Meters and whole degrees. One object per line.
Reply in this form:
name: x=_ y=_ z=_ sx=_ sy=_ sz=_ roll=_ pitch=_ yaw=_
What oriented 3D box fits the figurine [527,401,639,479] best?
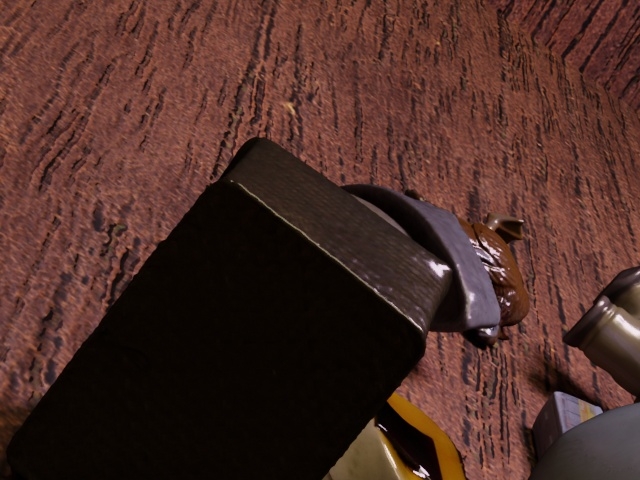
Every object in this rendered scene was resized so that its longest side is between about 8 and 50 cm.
figurine: x=0.306 y=0.298 z=1.713 sx=0.382 sy=0.224 sz=0.205 roll=51 pitch=-11 yaw=-33

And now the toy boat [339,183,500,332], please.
toy boat: x=0.018 y=-0.002 z=1.939 sx=0.293 sy=0.111 sz=0.276 roll=16 pitch=19 yaw=-23

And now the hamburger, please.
hamburger: x=0.034 y=0.185 z=1.539 sx=0.173 sy=0.116 sz=0.210 roll=39 pitch=14 yaw=-20

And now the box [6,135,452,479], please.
box: x=-0.061 y=0.088 z=1.343 sx=0.184 sy=0.273 sz=0.143 roll=36 pitch=20 yaw=-2

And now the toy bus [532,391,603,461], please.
toy bus: x=0.251 y=0.216 z=1.893 sx=0.075 sy=0.064 sz=0.190 roll=27 pitch=21 yaw=-9

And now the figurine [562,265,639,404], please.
figurine: x=0.440 y=0.180 z=2.083 sx=0.380 sy=0.203 sz=0.248 roll=38 pitch=23 yaw=6

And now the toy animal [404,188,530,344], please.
toy animal: x=0.153 y=0.027 z=2.134 sx=0.188 sy=0.089 sz=0.179 roll=39 pitch=34 yaw=-9
